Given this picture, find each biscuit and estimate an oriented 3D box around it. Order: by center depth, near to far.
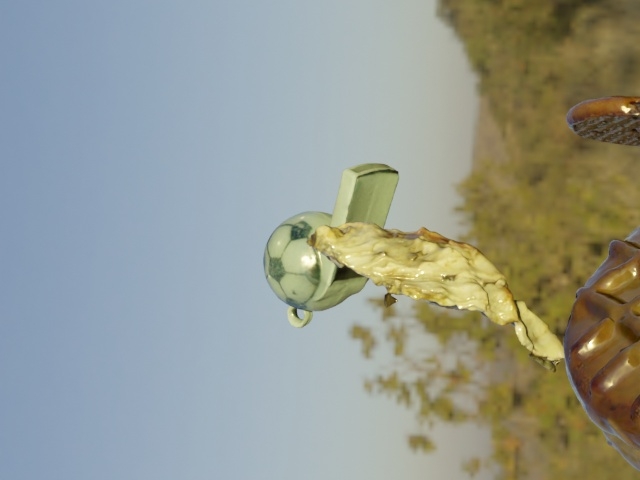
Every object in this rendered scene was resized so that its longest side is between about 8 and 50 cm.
[{"bbox_3d":[0.333,0.051,1.130,0.103,0.332,0.332,57,-156,-26],"label":"biscuit"},{"bbox_3d":[0.417,-0.151,1.975,0.212,0.212,0.036,49,-133,-82],"label":"biscuit"}]

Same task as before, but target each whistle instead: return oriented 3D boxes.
[{"bbox_3d":[0.000,0.000,2.296,0.163,0.164,0.289,-72,-2,-69],"label":"whistle"}]

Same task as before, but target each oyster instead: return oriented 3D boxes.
[{"bbox_3d":[0.155,0.049,1.927,0.107,0.355,0.201,-67,21,4],"label":"oyster"}]
